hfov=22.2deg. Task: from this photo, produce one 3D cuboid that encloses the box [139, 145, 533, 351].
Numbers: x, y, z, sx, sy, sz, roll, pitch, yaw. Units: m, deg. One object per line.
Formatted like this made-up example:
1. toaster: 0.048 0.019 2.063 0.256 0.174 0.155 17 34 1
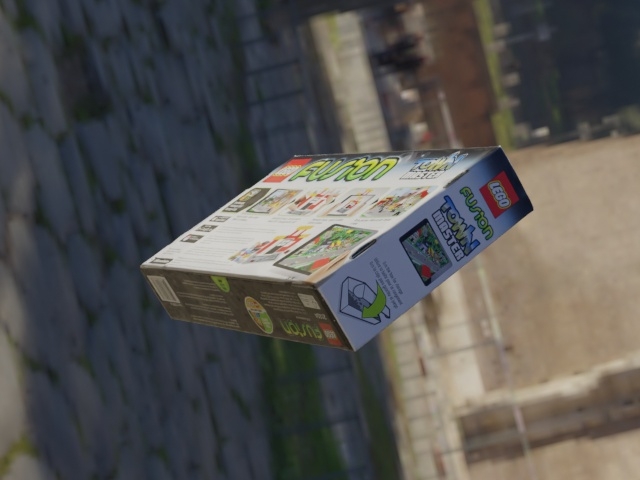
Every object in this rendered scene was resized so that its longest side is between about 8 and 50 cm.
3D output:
1. box: 0.000 0.000 0.797 0.036 0.114 0.207 60 -22 -16
